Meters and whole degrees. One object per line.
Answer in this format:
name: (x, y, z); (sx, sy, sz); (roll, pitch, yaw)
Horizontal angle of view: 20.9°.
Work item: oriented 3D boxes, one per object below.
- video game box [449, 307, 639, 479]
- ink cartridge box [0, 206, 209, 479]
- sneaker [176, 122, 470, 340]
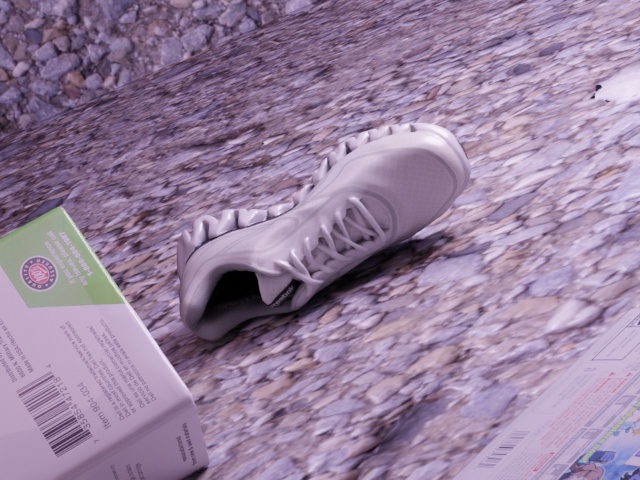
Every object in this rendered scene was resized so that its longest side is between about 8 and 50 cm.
video game box: (0.194, 0.107, 0.968); (0.205, 0.048, 0.187); (-38, 19, -33)
ink cartridge box: (-0.248, 0.134, 1.241); (0.273, 0.198, 0.115); (-30, -28, -14)
sneaker: (0.000, 0.000, 1.493); (0.292, 0.110, 0.118); (-28, 23, 21)
